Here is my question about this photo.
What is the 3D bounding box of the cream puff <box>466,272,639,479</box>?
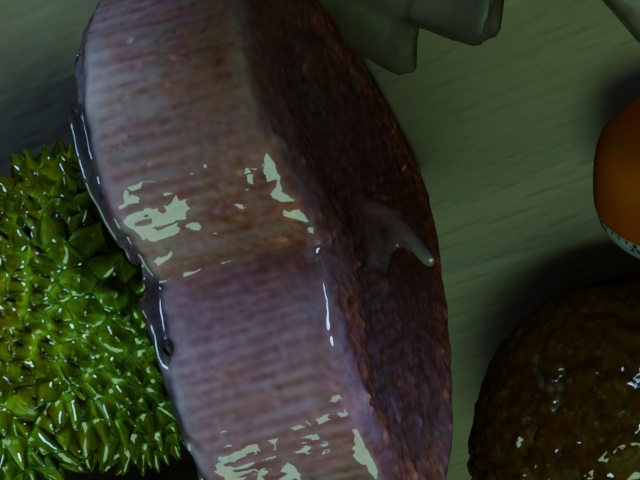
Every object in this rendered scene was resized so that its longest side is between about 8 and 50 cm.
[{"bbox_3d":[0.241,0.160,1.312,0.303,0.212,0.303,-1,148,0],"label":"cream puff"}]

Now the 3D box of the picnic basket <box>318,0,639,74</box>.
[{"bbox_3d":[0.120,-0.192,0.807,0.291,0.254,0.321,-28,123,34],"label":"picnic basket"}]

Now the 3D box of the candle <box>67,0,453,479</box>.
[{"bbox_3d":[0.000,0.000,1.089,0.131,0.316,0.287,-16,180,17],"label":"candle"}]

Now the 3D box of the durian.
[{"bbox_3d":[-0.133,0.040,1.166,0.177,0.237,0.200,-12,101,-1],"label":"durian"}]

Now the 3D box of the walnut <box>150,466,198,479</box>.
[{"bbox_3d":[-0.127,0.305,1.479,0.273,0.273,0.227,1,144,2],"label":"walnut"}]

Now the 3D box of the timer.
[{"bbox_3d":[0.219,-0.049,1.133,0.136,0.099,0.136,-4,133,-5],"label":"timer"}]
